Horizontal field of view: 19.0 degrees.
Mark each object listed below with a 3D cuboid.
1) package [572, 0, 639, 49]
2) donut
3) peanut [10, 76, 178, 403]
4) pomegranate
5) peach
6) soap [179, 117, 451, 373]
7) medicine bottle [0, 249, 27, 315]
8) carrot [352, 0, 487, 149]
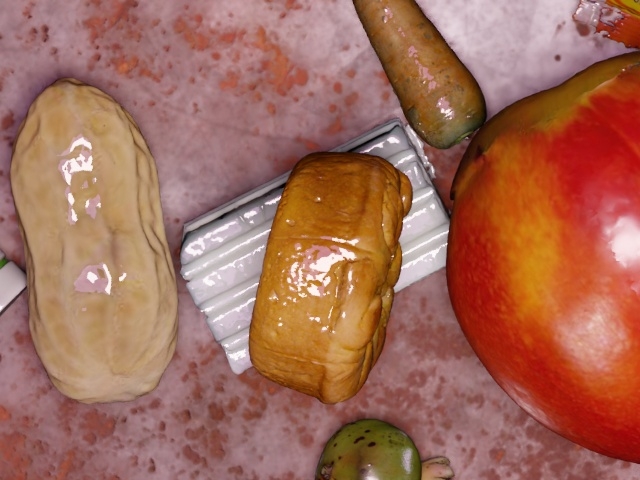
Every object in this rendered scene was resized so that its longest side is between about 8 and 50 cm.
[{"bbox_3d":[0.279,-0.335,1.783,0.223,0.108,0.288,19,98,1],"label":"package"},{"bbox_3d":[0.010,0.030,1.686,0.114,0.226,0.226,13,96,5],"label":"donut"},{"bbox_3d":[-0.213,0.001,1.803,0.152,0.152,0.313,-6,93,2],"label":"peanut"},{"bbox_3d":[0.064,0.232,1.849,0.142,0.114,0.114,7,96,-25],"label":"pomegranate"},{"bbox_3d":[0.291,0.021,1.702,0.370,0.370,0.370,0,96,1],"label":"peach"},{"bbox_3d":[0.000,0.000,1.832,0.261,0.094,0.150,-27,100,2],"label":"soap"},{"bbox_3d":[-0.372,0.006,1.838,0.183,0.086,0.086,43,95,-2],"label":"medicine bottle"},{"bbox_3d":[0.065,-0.225,1.823,0.078,0.078,0.298,-28,89,4],"label":"carrot"}]
